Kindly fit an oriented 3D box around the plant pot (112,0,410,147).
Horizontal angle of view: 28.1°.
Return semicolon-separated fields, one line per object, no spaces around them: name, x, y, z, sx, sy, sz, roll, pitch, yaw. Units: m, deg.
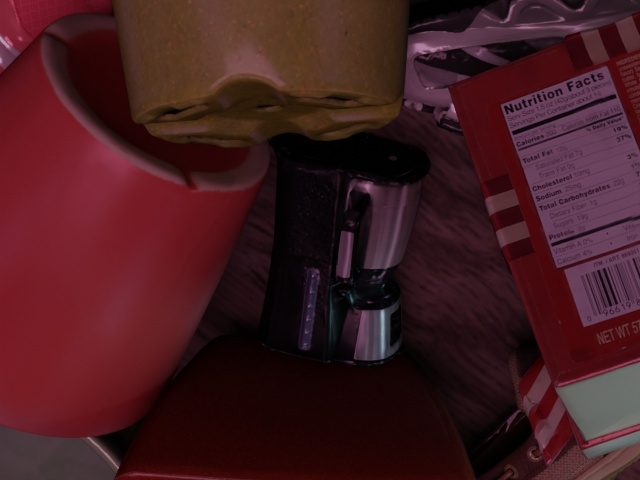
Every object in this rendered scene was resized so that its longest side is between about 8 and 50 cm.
plant pot;-0.040;-0.201;0.860;0.276;0.276;0.253;-5;83;13

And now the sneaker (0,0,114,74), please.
sneaker;-0.286;-0.267;1.033;0.136;0.116;0.314;-35;109;11

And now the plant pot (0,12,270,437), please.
plant pot;-0.182;-0.024;1.000;0.275;0.275;0.243;36;119;-5

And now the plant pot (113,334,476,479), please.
plant pot;-0.019;0.223;1.074;0.268;0.235;0.267;3;122;0

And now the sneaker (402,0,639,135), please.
sneaker;0.128;-0.120;0.992;0.331;0.122;0.146;-9;108;14

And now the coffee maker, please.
coffee maker;0.000;0.000;1.082;0.171;0.120;0.178;24;117;33

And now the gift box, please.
gift box;0.238;0.018;0.875;0.255;0.258;0.276;-16;68;12

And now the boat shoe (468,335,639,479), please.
boat shoe;0.212;0.131;1.083;0.123;0.123;0.342;32;118;-1

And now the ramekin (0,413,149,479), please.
ramekin;-0.277;0.238;1.198;0.304;0.148;0.303;4;112;9
